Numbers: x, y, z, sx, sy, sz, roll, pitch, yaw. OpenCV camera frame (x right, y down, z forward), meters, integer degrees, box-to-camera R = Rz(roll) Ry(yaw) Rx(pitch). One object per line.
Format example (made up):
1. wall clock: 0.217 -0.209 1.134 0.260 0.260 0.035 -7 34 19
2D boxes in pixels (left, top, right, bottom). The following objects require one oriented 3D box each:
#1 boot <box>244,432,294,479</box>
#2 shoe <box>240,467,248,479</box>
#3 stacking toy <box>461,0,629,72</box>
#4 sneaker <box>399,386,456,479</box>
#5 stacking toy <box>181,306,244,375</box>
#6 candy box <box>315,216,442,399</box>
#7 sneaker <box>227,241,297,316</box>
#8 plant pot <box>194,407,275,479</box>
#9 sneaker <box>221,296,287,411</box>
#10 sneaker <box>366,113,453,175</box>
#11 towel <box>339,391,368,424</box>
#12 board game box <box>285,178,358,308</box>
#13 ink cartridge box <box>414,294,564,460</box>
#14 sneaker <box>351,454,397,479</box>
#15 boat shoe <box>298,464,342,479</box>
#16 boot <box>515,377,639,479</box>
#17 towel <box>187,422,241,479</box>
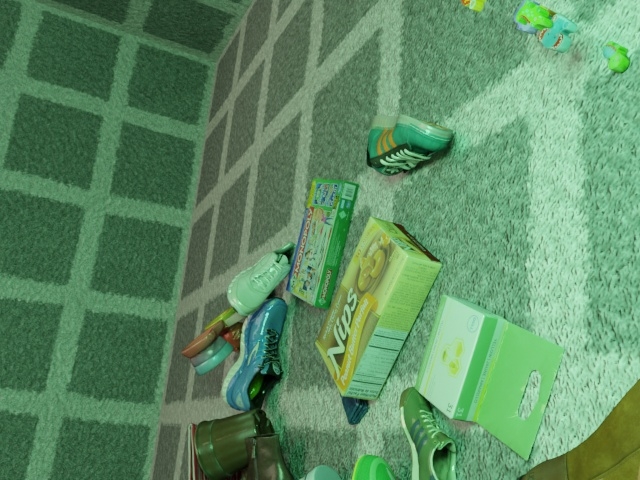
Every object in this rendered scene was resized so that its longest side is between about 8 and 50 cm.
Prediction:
1. boot: -0.150 0.584 1.497 0.248 0.090 0.207 -28 73 43
2. shoe: -0.186 0.608 1.669 0.081 0.063 0.178 -44 44 49
3. stacking toy: 0.317 -0.306 0.876 0.052 0.166 0.221 -64 27 27
4. sneaker: 0.184 0.323 0.983 0.086 0.064 0.192 -41 43 45
5. stacking toy: -0.254 0.284 1.867 0.279 0.130 0.309 -34 6 22
6. candy box: 0.105 0.134 1.220 0.317 0.087 0.183 -68 26 19
7. sneaker: -0.151 0.095 1.677 0.118 0.110 0.292 -39 7 39
8. plant pot: -0.214 0.527 1.600 0.165 0.167 0.167 -23 44 11
9. sneaker: -0.151 0.321 1.695 0.147 0.129 0.330 11 81 44
10. sneaker: 0.171 -0.184 1.234 0.302 0.108 0.121 -141 65 -73
11. towel: 0.064 0.323 1.289 0.067 0.029 0.119 -64 27 30
12. board game box: 0.000 0.000 1.588 0.213 0.046 0.318 16 93 66
13. ink cartridge box: 0.242 0.196 0.924 0.235 0.056 0.171 -151 76 -68
14. sneaker: 0.140 0.467 0.970 0.123 0.109 0.296 -52 37 23
15. boat shoe: -0.022 0.621 1.147 0.156 0.135 0.367 -42 35 25
16. boot: 0.338 0.315 0.642 0.280 0.096 0.264 -54 24 29
17. towel: -0.274 0.620 1.646 0.031 0.275 0.199 -19 54 12
